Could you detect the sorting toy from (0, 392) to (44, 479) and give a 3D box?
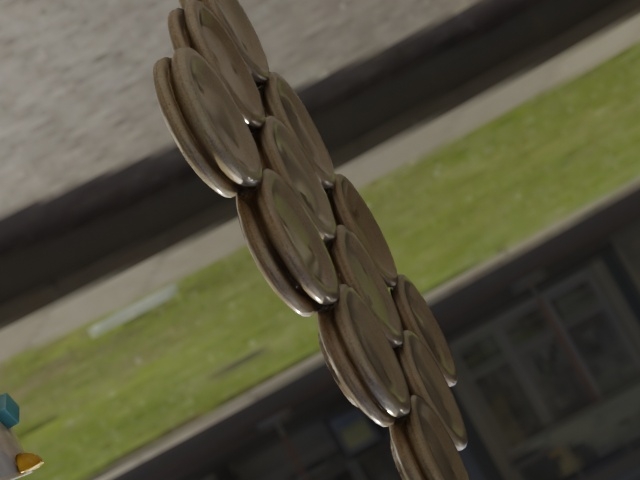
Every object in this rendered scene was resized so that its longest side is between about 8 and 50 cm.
[{"bbox_3d":[-0.157,0.070,0.727,0.045,0.075,0.083,-24,176,41],"label":"sorting toy"}]

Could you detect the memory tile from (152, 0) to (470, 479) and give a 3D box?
[{"bbox_3d":[0.000,0.000,0.468,0.012,0.148,0.113,-28,-158,12],"label":"memory tile"}]
